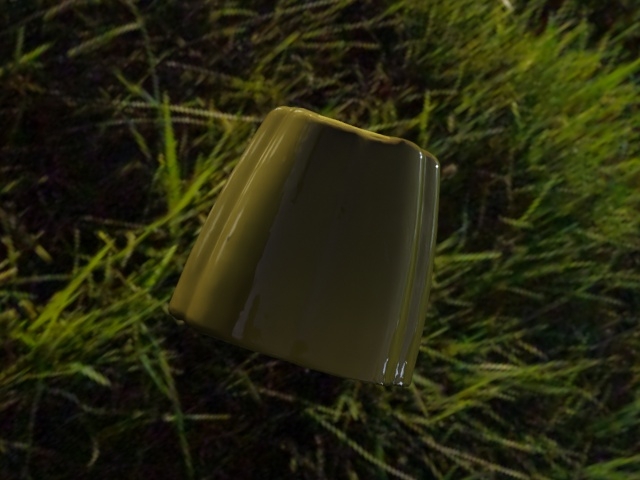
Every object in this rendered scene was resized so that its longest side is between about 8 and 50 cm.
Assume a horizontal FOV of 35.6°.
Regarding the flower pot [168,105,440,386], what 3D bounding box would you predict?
[{"bbox_3d":[0.000,0.000,0.765,0.195,0.195,0.179,17,89,-39],"label":"flower pot"}]
